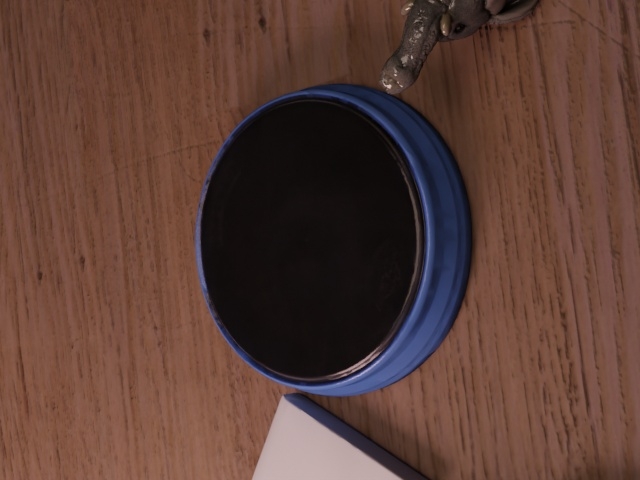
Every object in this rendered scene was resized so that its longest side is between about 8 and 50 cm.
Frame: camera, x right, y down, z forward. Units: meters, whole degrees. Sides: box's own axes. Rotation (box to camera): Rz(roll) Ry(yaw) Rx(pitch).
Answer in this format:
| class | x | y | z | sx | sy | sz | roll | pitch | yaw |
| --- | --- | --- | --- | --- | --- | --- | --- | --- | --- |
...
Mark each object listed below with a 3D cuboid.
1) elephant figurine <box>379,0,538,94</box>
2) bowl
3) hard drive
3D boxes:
| class | x | y | z | sx | sy | sz | roll | pitch | yaw |
| --- | --- | --- | --- | --- | --- | --- | --- | --- | --- |
| elephant figurine | 0.161 | -0.298 | 1.355 | 0.169 | 0.186 | 0.239 | -100 | 14 | -50 |
| bowl | 0.000 | 0.000 | 1.516 | 0.391 | 0.077 | 0.391 | 0 | 90 | 38 |
| hard drive | -0.012 | 0.402 | 1.546 | 0.233 | 0.047 | 0.353 | 30 | 108 | 34 |
